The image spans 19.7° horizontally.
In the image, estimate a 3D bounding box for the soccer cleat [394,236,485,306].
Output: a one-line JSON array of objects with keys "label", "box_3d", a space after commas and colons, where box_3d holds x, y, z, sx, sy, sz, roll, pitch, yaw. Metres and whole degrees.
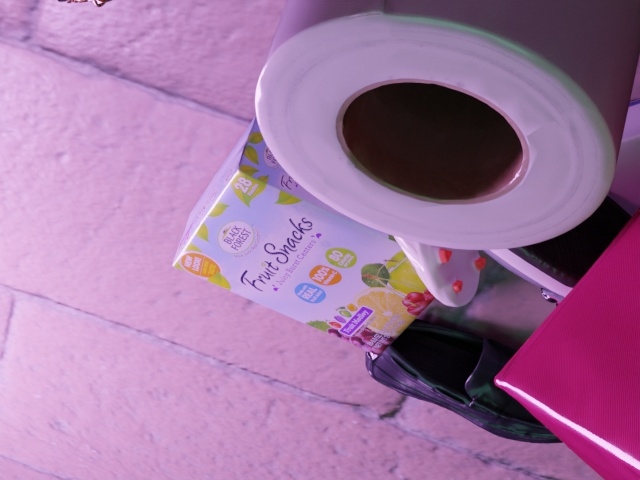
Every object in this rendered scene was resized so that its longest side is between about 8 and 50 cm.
[{"label": "soccer cleat", "box_3d": [0.069, -0.034, 1.471, 0.076, 0.068, 0.196, -6, 118, 44]}]

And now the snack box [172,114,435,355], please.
[{"label": "snack box", "box_3d": [0.000, 0.000, 1.573, 0.207, 0.070, 0.174, 25, 145, -9]}]

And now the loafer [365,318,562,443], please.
[{"label": "loafer", "box_3d": [0.148, 0.127, 1.684, 0.223, 0.076, 0.078, 18, 155, 6]}]

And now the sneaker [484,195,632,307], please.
[{"label": "sneaker", "box_3d": [0.209, 0.058, 1.448, 0.295, 0.124, 0.178, 26, 136, -15]}]

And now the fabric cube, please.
[{"label": "fabric cube", "box_3d": [0.328, 0.105, 1.246, 0.259, 0.254, 0.258, 42, 175, -24]}]

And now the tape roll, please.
[{"label": "tape roll", "box_3d": [0.093, -0.130, 1.253, 0.246, 0.169, 0.246, 12, 147, 8]}]

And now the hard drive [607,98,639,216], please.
[{"label": "hard drive", "box_3d": [0.294, 0.011, 1.481, 0.210, 0.040, 0.318, -18, 133, 41]}]

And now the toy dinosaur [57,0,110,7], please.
[{"label": "toy dinosaur", "box_3d": [-0.145, -0.260, 1.231, 0.218, 0.164, 0.322, 9, 136, -26]}]
